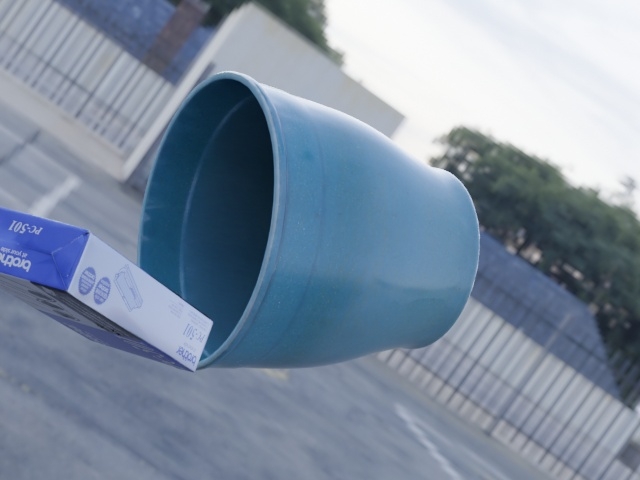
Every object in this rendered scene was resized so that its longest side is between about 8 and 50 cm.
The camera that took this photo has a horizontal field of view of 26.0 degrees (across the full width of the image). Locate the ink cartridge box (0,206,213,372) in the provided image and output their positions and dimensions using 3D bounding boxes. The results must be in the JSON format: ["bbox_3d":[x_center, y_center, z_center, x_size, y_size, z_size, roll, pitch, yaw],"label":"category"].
[{"bbox_3d":[-0.161,0.037,0.977,0.097,0.046,0.207,14,-14,24],"label":"ink cartridge box"}]

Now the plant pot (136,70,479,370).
[{"bbox_3d":[0.000,0.000,1.308,0.255,0.271,0.272,10,15,-30],"label":"plant pot"}]
